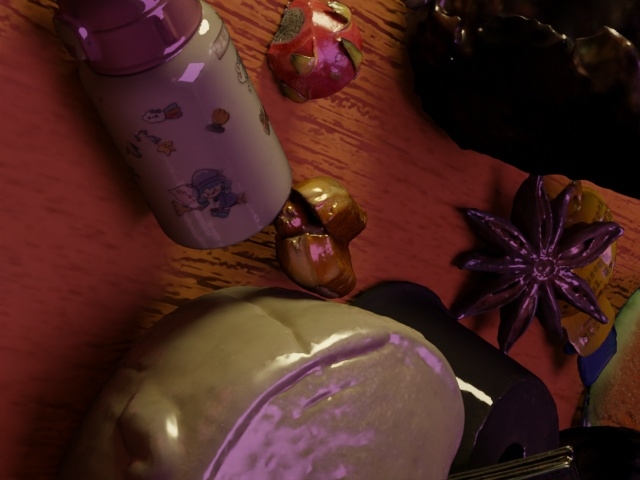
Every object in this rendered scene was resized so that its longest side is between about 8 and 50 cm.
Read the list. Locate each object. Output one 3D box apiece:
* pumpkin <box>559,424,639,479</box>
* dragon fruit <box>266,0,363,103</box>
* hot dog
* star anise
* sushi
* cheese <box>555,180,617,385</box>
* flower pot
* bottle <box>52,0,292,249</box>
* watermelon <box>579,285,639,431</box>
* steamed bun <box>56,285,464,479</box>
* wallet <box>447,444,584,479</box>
[{"bbox_3d":[0.247,0.308,1.602,0.296,0.296,0.296,-22,119,-48],"label":"pumpkin"},{"bbox_3d":[-0.001,-0.153,1.282,0.056,0.060,0.083,42,70,-54],"label":"dragon fruit"},{"bbox_3d":[0.000,0.000,1.278,0.236,0.062,0.092,55,42,-80],"label":"hot dog"},{"bbox_3d":[0.210,0.017,1.590,0.195,0.065,0.182,-18,110,-10],"label":"star anise"},{"bbox_3d":[0.256,-0.188,1.415,0.299,0.294,0.281,-48,139,-30],"label":"sushi"},{"bbox_3d":[0.275,0.047,1.710,0.156,0.064,0.250,-44,131,-34],"label":"cheese"},{"bbox_3d":[0.109,0.182,1.456,0.269,0.166,0.269,-25,123,-47],"label":"flower pot"},{"bbox_3d":[-0.105,-0.107,1.115,0.110,0.110,0.233,-53,139,-28],"label":"bottle"},{"bbox_3d":[0.390,0.186,1.803,0.148,0.226,0.318,22,71,-27],"label":"watermelon"},{"bbox_3d":[-0.078,0.206,1.158,0.236,0.247,0.383,30,77,-32],"label":"steamed bun"},{"bbox_3d":[0.073,0.267,1.352,0.044,0.317,0.169,-96,170,-49],"label":"wallet"}]
